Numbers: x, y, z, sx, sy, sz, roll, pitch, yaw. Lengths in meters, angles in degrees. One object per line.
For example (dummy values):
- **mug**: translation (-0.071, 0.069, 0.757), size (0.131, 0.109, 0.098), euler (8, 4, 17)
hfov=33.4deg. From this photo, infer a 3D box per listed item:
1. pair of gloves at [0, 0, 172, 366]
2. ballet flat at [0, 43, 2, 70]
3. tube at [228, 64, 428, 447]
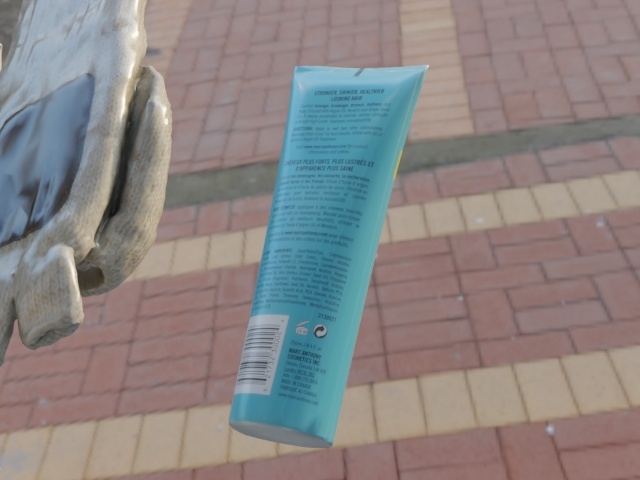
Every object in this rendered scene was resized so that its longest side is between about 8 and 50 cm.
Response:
- **pair of gloves**: translation (-0.146, -0.013, 0.414), size (0.240, 0.042, 0.204), euler (-23, 48, 28)
- **ballet flat**: translation (-0.334, -0.139, 0.915), size (0.096, 0.095, 0.280), euler (18, 45, 3)
- **tube**: translation (0.000, 0.000, 0.552), size (0.080, 0.052, 0.207), euler (5, 72, 22)
